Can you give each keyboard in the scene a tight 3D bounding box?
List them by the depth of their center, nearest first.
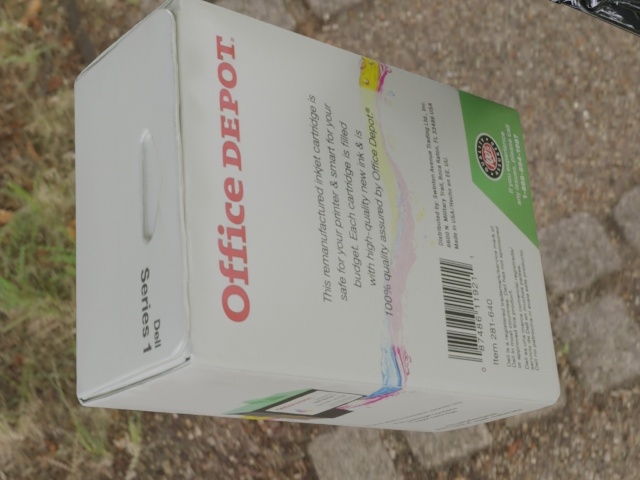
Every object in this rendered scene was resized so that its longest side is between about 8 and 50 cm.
[{"bbox_3d":[0.187,-0.157,0.773,0.201,0.033,0.317,20,16,-13],"label":"keyboard"}]

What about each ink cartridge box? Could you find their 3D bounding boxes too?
[{"bbox_3d":[0.000,0.000,0.702,0.117,0.278,0.201,-25,63,45],"label":"ink cartridge box"}]
